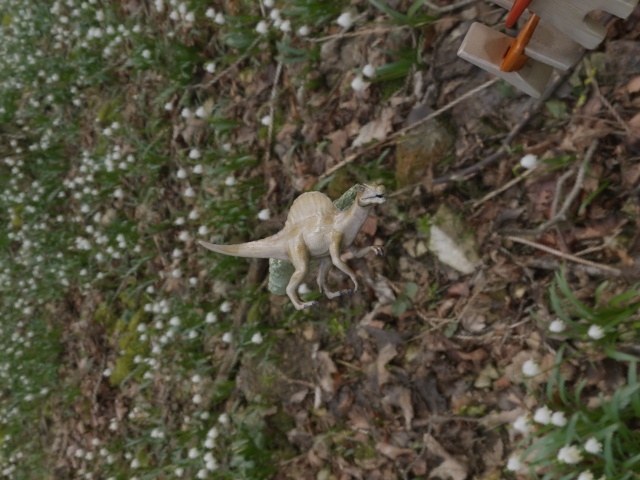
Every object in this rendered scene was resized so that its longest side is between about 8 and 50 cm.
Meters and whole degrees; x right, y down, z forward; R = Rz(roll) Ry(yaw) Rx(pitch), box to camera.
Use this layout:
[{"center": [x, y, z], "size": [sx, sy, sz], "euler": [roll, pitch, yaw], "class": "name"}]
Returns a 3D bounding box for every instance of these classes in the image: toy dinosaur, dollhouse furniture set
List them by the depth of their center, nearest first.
[{"center": [0.212, -0.287, 0.485], "size": [0.135, 0.259, 0.262], "euler": [28, 165, 1], "class": "dollhouse furniture set"}, {"center": [-0.010, 0.007, 0.515], "size": [0.053, 0.183, 0.092], "euler": [-11, -98, -60], "class": "toy dinosaur"}]

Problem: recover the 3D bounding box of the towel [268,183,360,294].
[{"center": [0.000, 0.000, 0.698], "size": [0.027, 0.148, 0.110], "euler": [47, 161, 14], "class": "towel"}]
